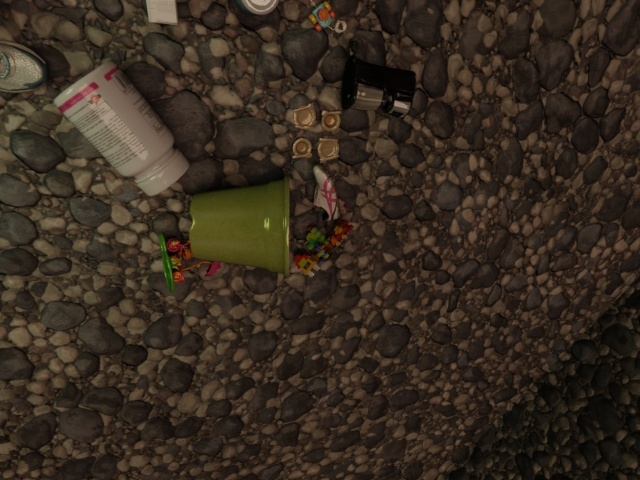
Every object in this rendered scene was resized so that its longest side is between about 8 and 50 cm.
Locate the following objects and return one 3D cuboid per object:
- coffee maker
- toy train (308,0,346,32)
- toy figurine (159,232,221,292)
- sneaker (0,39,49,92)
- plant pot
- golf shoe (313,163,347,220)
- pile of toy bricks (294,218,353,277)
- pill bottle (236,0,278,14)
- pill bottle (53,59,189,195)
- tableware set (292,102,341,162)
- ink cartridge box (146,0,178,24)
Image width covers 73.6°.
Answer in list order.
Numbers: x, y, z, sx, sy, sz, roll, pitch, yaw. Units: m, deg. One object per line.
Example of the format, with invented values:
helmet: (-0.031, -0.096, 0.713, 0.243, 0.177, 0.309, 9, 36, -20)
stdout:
coffee maker: (0.158, -0.421, 1.134, 0.178, 0.120, 0.171, 3, 114, -19)
toy train: (0.027, -0.599, 1.045, 0.125, 0.046, 0.166, -7, 117, -14)
toy figurine: (-0.367, 0.049, 1.236, 0.159, 0.130, 0.173, -12, 95, -27)
sneaker: (-0.730, -0.368, 0.884, 0.282, 0.122, 0.110, 6, 114, -20)
plant pot: (-0.210, -0.038, 1.155, 0.253, 0.276, 0.276, 0, 117, -4)
golf shoe: (0.013, -0.136, 1.264, 0.086, 0.067, 0.186, -27, 121, -1)
pile of toy bricks: (0.000, 0.000, 1.324, 0.105, 0.118, 0.212, 39, 119, -1)
pill bottle: (-0.145, -0.549, 0.951, 0.087, 0.160, 0.087, -7, 118, -14)
pill bottle: (-0.452, -0.253, 1.006, 0.160, 0.160, 0.283, -34, 120, 2)
tableware set: (-0.010, -0.299, 1.202, 0.141, 0.020, 0.169, -4, 117, -15)
ink cartridge box: (-0.345, -0.548, 0.919, 0.063, 0.109, 0.151, -5, 117, -16)
